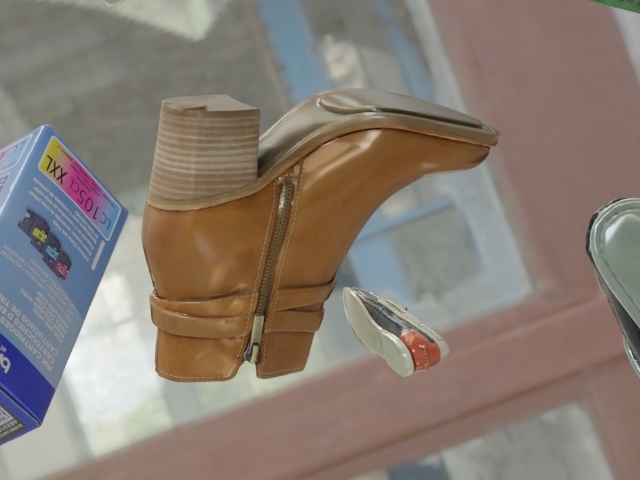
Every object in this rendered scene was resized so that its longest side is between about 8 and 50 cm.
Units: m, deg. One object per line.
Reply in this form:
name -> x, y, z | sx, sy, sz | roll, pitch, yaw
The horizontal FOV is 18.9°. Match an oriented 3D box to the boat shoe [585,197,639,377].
boat shoe -> 0.340, 0.096, 1.749 | 0.091, 0.114, 0.302 | -5, -108, -86

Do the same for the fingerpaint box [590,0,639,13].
fingerpaint box -> 0.068, -0.333, 1.155 | 0.371, 0.163, 0.445 | 54, -156, 17

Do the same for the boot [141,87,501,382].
boot -> 0.000, 0.000, 1.475 | 0.109, 0.283, 0.220 | 31, 121, 58

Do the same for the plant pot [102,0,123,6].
plant pot -> -0.123, -0.261, 1.531 | 0.096, 0.109, 0.109 | -26, -83, -51

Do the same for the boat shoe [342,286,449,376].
boat shoe -> 0.061, 0.074, 1.651 | 0.137, 0.043, 0.049 | 40, 147, 55

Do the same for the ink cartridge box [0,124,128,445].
ink cartridge box -> -0.380, 0.096, 1.959 | 0.151, 0.270, 0.395 | 46, -144, -26
